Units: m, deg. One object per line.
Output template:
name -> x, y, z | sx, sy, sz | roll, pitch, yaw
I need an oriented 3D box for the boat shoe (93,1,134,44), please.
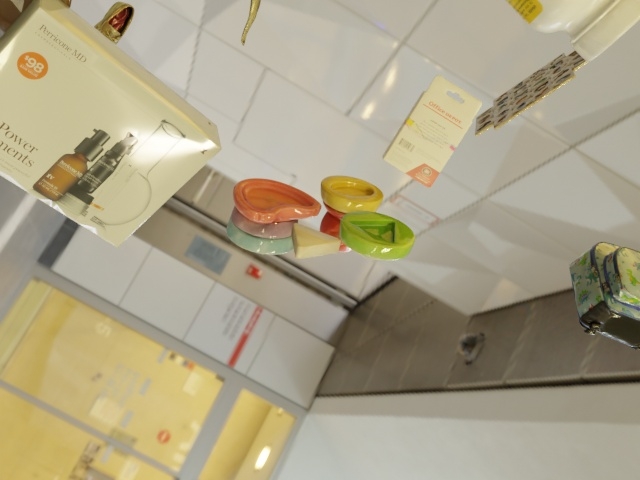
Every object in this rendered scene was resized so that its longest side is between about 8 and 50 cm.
boat shoe -> -0.405, -0.403, 1.526 | 0.045, 0.050, 0.135 | 18, -103, 47

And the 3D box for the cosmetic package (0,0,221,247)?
cosmetic package -> -0.401, -0.190, 1.344 | 0.284, 0.377, 0.097 | -42, -144, 16

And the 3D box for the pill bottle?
pill bottle -> 0.327, -0.428, 1.148 | 0.188, 0.334, 0.188 | -44, 180, 0

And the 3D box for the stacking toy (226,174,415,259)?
stacking toy -> 0.000, 0.000, 1.400 | 0.279, 0.308, 0.131 | 48, -48, 49

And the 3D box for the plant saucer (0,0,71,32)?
plant saucer -> -0.496, -0.457, 1.315 | 0.041, 0.278, 0.278 | -14, 147, -46

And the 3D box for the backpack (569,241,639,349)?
backpack -> 0.361, 0.056, 0.952 | 0.084, 0.105, 0.114 | -52, -152, 40

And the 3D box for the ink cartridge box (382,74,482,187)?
ink cartridge box -> 0.224, -0.221, 1.593 | 0.198, 0.115, 0.067 | -57, -177, 12

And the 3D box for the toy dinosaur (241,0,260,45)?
toy dinosaur -> -0.118, -0.487, 1.373 | 0.118, 0.064, 0.268 | 38, 62, -65

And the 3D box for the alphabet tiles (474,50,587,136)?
alphabet tiles -> 0.549, -0.392, 2.068 | 0.342, 0.011, 0.285 | -34, -166, 22
